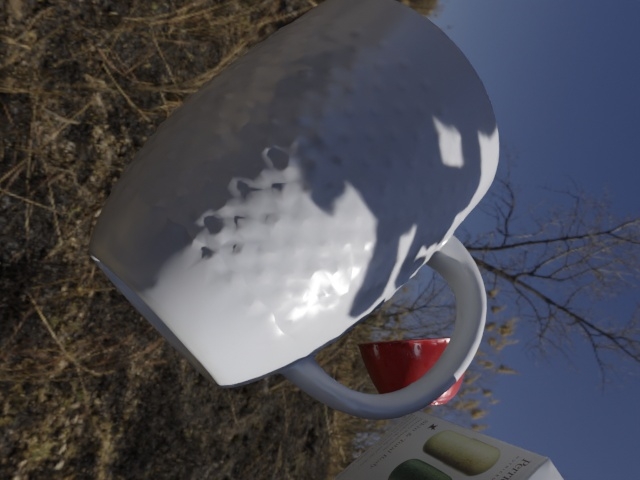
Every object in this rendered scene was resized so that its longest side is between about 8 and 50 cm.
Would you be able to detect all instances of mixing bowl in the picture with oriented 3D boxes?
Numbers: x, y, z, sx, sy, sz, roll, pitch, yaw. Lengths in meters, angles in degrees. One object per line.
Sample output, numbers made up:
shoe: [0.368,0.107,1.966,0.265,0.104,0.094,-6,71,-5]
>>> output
mixing bowl: [0.153,0.208,0.770,0.181,0.182,0.098,90,-3,-75]

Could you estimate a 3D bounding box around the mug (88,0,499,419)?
mug: [0.000,0.000,0.476,0.328,0.374,0.276,-44,178,-23]

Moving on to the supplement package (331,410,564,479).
supplement package: [0.138,0.334,0.502,0.198,0.199,0.263,56,-18,0]
